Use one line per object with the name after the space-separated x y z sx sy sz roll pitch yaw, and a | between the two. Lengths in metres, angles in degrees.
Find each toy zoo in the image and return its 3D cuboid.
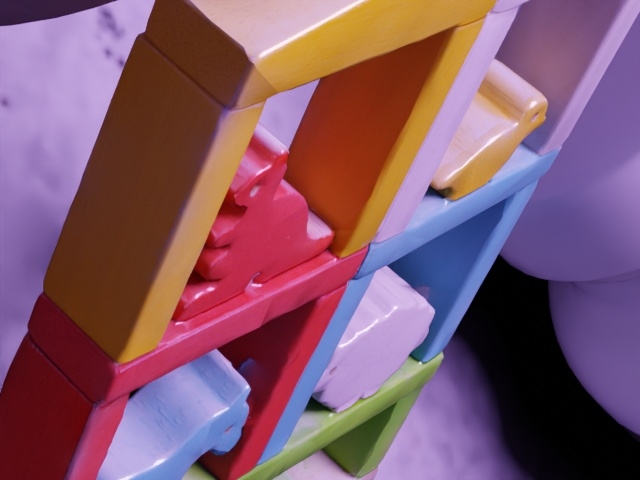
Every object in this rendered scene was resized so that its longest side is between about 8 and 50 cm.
0.000 0.000 0.514 0.030 0.293 0.192 42 40 20 | toy zoo

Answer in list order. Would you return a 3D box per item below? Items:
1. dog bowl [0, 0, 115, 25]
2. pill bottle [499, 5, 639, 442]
-0.067 -0.208 0.479 0.102 0.349 0.349 36 51 -48 | dog bowl
0.222 0.026 0.761 0.363 0.210 0.210 42 50 -27 | pill bottle
